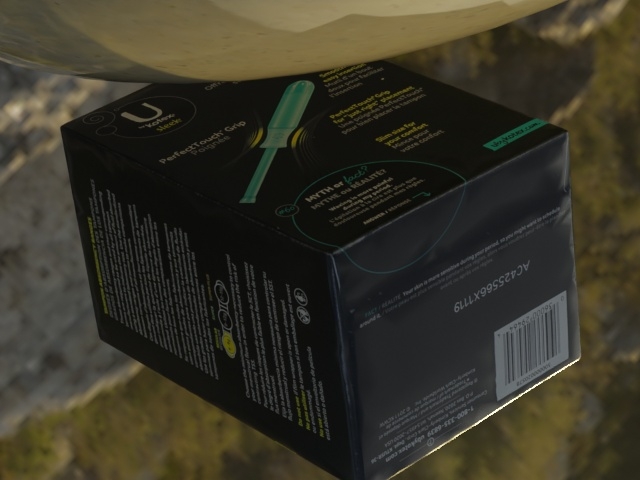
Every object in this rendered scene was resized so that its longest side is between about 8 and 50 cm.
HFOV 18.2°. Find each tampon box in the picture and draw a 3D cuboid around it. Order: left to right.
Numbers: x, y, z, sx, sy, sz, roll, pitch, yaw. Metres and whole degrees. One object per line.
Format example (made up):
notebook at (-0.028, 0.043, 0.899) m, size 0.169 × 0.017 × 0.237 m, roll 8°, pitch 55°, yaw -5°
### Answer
tampon box at (0.000, 0.000, 0.760) m, size 0.120 × 0.161 × 0.101 m, roll -27°, pitch 125°, yaw -32°

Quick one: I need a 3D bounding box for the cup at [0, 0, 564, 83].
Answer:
cup at (-0.033, -0.172, 0.533) m, size 0.331 × 0.331 × 0.237 m, roll -20°, pitch 166°, yaw -39°
